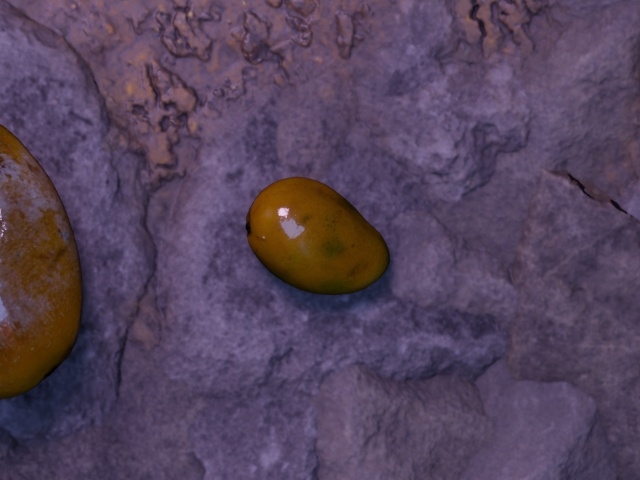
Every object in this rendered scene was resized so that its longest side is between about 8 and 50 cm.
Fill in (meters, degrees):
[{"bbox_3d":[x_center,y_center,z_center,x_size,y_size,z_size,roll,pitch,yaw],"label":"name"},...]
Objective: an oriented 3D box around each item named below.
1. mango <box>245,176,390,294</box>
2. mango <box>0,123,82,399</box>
[{"bbox_3d":[-0.005,0.002,1.256,0.111,0.089,0.163,-46,108,-1],"label":"mango"},{"bbox_3d":[-0.347,0.003,1.193,0.192,0.146,0.316,-18,85,-6],"label":"mango"}]
